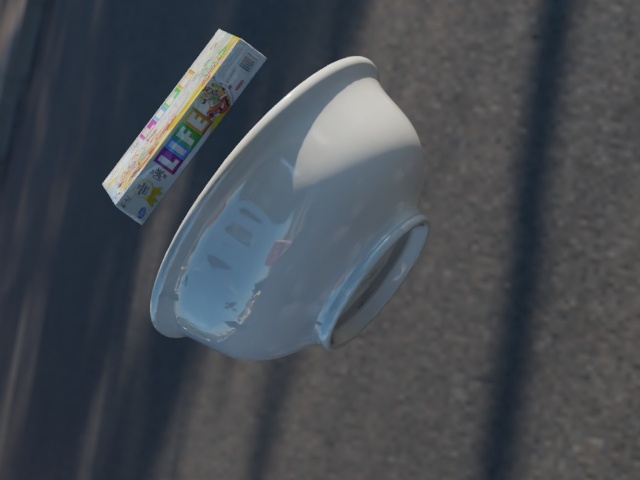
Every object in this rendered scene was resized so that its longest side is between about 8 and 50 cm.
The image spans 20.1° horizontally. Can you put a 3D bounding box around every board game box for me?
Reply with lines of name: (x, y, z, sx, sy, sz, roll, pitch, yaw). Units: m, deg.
board game box: (-0.105, -0.088, 1.370, 0.154, 0.026, 0.103, -53, 16, 1)

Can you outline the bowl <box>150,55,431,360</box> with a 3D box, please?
bowl: (0.000, 0.000, 1.548, 0.298, 0.134, 0.298, -47, -16, -18)
